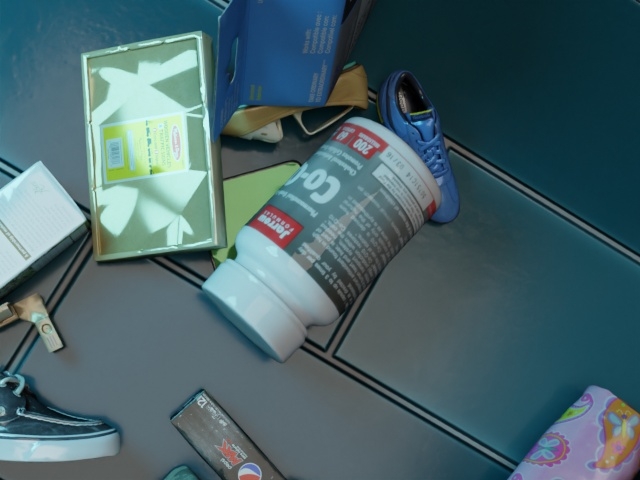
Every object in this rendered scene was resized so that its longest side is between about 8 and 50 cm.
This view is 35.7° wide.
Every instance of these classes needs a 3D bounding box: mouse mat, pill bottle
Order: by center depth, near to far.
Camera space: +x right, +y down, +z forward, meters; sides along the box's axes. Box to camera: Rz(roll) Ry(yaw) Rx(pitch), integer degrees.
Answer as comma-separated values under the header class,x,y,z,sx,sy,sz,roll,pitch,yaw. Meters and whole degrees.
class,x,y,z,sx,sy,sz,roll,pitch,yaw
pill bottle,0.000,0.000,1.209,0.161,0.161,0.283,44,78,-2
mouse mat,-0.070,0.002,1.283,0.152,0.007,0.190,-16,87,-11

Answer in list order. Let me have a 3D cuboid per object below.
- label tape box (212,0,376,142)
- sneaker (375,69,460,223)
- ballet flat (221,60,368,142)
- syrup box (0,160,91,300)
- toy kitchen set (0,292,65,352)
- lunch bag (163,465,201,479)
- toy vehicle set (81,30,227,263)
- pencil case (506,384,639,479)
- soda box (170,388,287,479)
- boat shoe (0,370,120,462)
class,x,y,z,sx,sy,sz,roll,pitch,yaw
label tape box,-0.006,-0.281,1.160,0.105,0.241,0.334,23,62,5
sneaker,0.131,-0.122,1.294,0.069,0.082,0.209,-20,88,-13
ballet flat,-0.042,-0.164,1.275,0.232,0.080,0.073,-20,103,-10
syrup box,-0.396,0.019,1.183,0.237,0.093,0.096,-39,91,-11
toy kitchen set,-0.363,0.112,1.190,0.083,0.068,0.075,-27,88,-11
lunch bag,-0.196,0.411,1.096,0.287,0.235,0.169,-44,97,-12
toy vehicle set,-0.207,-0.113,1.226,0.165,0.035,0.267,-6,84,15
pencil case,0.303,0.320,1.253,0.124,0.124,0.284,42,80,-2
soda box,-0.109,0.263,1.220,0.060,0.053,0.169,-42,90,-11
boat shoe,-0.383,0.199,1.163,0.301,0.108,0.102,6,84,-1
